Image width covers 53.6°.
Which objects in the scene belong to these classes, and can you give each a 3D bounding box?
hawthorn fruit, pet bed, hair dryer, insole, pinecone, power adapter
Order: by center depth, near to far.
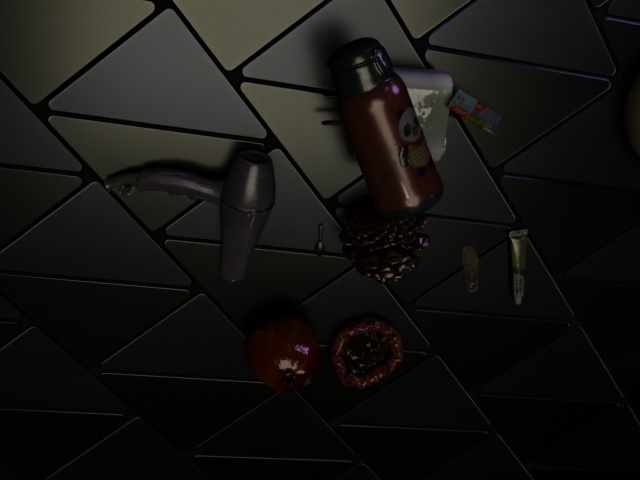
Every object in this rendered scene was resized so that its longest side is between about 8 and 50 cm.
[{"bbox_3d":[0.129,-0.265,1.318,0.255,0.124,0.187,1,113,-8],"label":"power adapter"},{"bbox_3d":[-0.286,-0.077,1.370,0.361,0.121,0.301,14,120,-4],"label":"hair dryer"},{"bbox_3d":[0.144,0.006,1.410,0.207,0.208,0.208,-3,115,-7],"label":"pinecone"},{"bbox_3d":[-0.085,0.274,1.488,0.185,0.202,0.185,-7,122,-12],"label":"hawthorn fruit"},{"bbox_3d":[0.374,0.072,1.574,0.045,0.002,0.135,-12,116,-3],"label":"insole"},{"bbox_3d":[0.115,0.282,1.604,0.201,0.053,0.201,-4,111,-11],"label":"pet bed"}]

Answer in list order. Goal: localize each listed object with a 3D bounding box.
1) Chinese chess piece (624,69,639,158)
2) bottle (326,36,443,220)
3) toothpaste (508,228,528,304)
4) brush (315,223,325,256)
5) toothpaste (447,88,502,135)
[{"bbox_3d":[0.855,-0.297,1.406,0.337,0.140,0.338,-3,113,-8],"label":"Chinese chess piece"},{"bbox_3d":[0.114,-0.210,1.195,0.144,0.144,0.336,-25,114,3],"label":"bottle"},{"bbox_3d":[0.491,0.067,1.575,0.049,0.031,0.204,-9,113,-5],"label":"toothpaste"},{"bbox_3d":[0.000,0.000,1.480,0.024,0.008,0.083,1,114,-6],"label":"brush"},{"bbox_3d":[0.331,-0.262,1.313,0.070,0.193,0.044,38,108,24],"label":"toothpaste"}]
